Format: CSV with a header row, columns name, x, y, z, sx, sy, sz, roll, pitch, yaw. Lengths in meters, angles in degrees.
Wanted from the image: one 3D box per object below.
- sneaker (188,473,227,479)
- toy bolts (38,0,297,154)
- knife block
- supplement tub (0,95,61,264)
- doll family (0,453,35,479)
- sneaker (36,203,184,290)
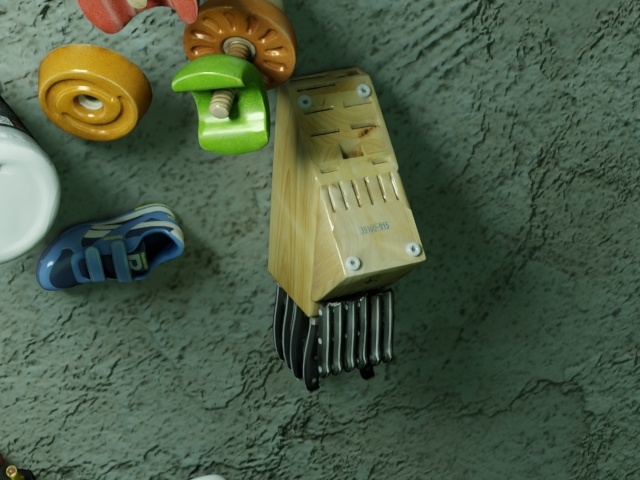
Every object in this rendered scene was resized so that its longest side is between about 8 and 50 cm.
name,x,y,z,sx,sy,sz,roll,pitch,yaw
sneaker,-0.115,0.386,1.984,0.105,0.115,0.281,-15,124,-23
toy bolts,-0.141,-0.206,1.639,0.218,0.158,0.228,-1,140,16
knife block,0.000,0.000,1.858,0.088,0.242,0.275,-11,78,-26
supplement tub,-0.295,-0.069,1.559,0.117,0.190,0.117,-14,124,-22
doll family,-0.299,0.276,1.832,0.076,0.111,0.193,9,127,9
sneaker,-0.190,0.012,1.754,0.144,0.059,0.053,-23,129,-16
